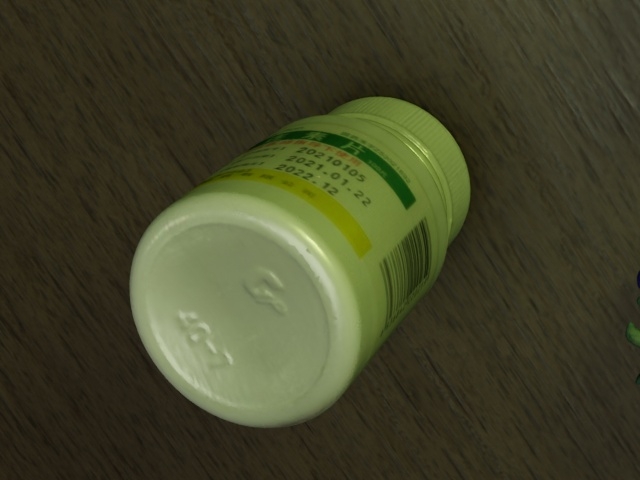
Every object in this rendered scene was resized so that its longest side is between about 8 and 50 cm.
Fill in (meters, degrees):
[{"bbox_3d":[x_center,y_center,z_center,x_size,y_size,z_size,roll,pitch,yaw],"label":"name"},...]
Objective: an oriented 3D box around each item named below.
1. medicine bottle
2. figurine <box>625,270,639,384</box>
[{"bbox_3d":[0.000,0.000,1.206,0.208,0.339,0.208,10,116,21],"label":"medicine bottle"},{"bbox_3d":[0.446,0.078,1.122,0.381,0.186,0.261,2,108,23],"label":"figurine"}]
